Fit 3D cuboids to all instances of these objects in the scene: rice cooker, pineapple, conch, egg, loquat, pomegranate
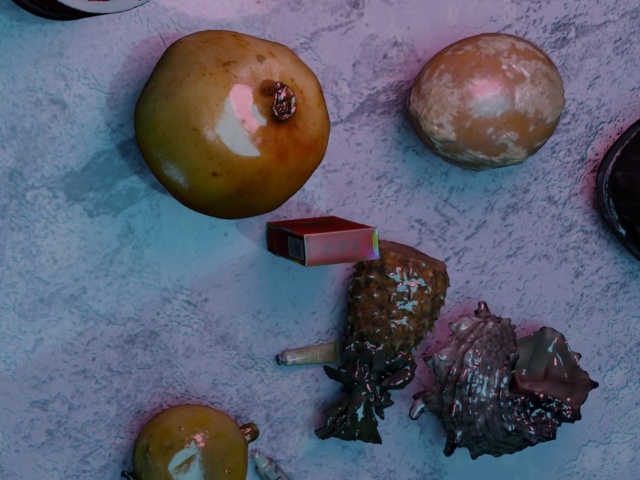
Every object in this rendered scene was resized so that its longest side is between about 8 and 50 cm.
[{"bbox_3d":[0.575,-0.079,1.910,0.267,0.224,0.267,-4,101,-19],"label":"rice cooker"},{"bbox_3d":[0.078,0.159,1.820,0.170,0.141,0.310,9,104,-49],"label":"pineapple"},{"bbox_3d":[0.275,0.211,1.886,0.313,0.186,0.241,0,86,-22],"label":"conch"},{"bbox_3d":[0.238,-0.201,1.782,0.245,0.203,0.203,-12,102,-28],"label":"egg"},{"bbox_3d":[-0.176,0.310,1.744,0.204,0.149,0.172,-29,103,-25],"label":"loquat"},{"bbox_3d":[-0.114,-0.158,1.638,0.264,0.264,0.264,-3,99,-19],"label":"pomegranate"}]

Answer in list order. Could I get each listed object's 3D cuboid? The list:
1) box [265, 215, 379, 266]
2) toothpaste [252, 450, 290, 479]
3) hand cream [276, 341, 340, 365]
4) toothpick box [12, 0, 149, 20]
[{"bbox_3d":[0.000,0.001,1.743,0.112,0.175,0.048,-6,99,-18],"label":"box"},{"bbox_3d":[-0.045,0.392,1.866,0.048,0.029,0.197,-38,111,-10],"label":"toothpaste"},{"bbox_3d":[-0.017,0.174,1.848,0.102,0.022,0.035,-5,100,-24],"label":"hand cream"},{"bbox_3d":[-0.294,-0.371,1.497,0.204,0.333,0.204,-3,99,-20],"label":"toothpick box"}]
